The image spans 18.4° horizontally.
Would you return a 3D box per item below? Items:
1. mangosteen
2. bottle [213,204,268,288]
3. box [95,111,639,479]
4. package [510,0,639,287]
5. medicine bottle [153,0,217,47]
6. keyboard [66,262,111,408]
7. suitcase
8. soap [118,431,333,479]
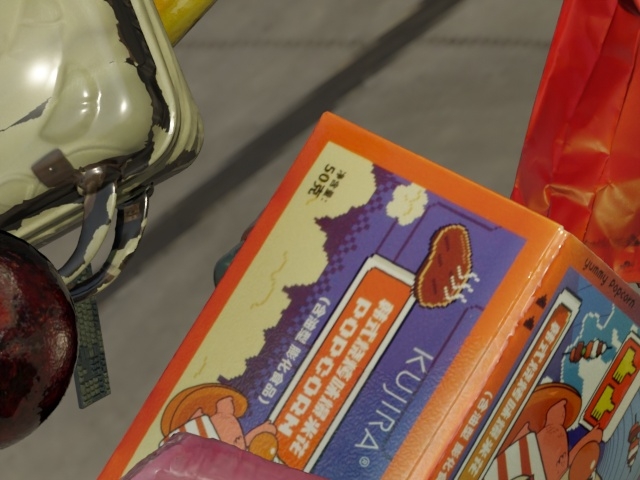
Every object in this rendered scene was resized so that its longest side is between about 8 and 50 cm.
[{"bbox_3d":[-0.229,0.062,1.244,0.152,0.152,0.152,-32,19,12],"label":"mangosteen"},{"bbox_3d":[0.000,0.000,2.227,0.143,0.156,0.271,33,48,31],"label":"bottle"},{"bbox_3d":[0.075,0.147,1.519,0.257,0.318,0.348,29,84,36],"label":"box"},{"bbox_3d":[0.305,-0.150,1.711,0.196,0.423,0.123,-3,29,-30],"label":"package"},{"bbox_3d":[-0.267,-0.354,2.019,0.224,0.384,0.224,-46,5,5],"label":"medicine bottle"},{"bbox_3d":[-0.290,0.117,2.423,0.014,0.176,0.055,7,22,35],"label":"keyboard"},{"bbox_3d":[-0.288,-0.101,1.806,0.352,0.339,0.194,-27,-18,13],"label":"suitcase"},{"bbox_3d":[0.034,0.241,1.081,0.233,0.360,0.128,115,171,-54],"label":"soap"}]
